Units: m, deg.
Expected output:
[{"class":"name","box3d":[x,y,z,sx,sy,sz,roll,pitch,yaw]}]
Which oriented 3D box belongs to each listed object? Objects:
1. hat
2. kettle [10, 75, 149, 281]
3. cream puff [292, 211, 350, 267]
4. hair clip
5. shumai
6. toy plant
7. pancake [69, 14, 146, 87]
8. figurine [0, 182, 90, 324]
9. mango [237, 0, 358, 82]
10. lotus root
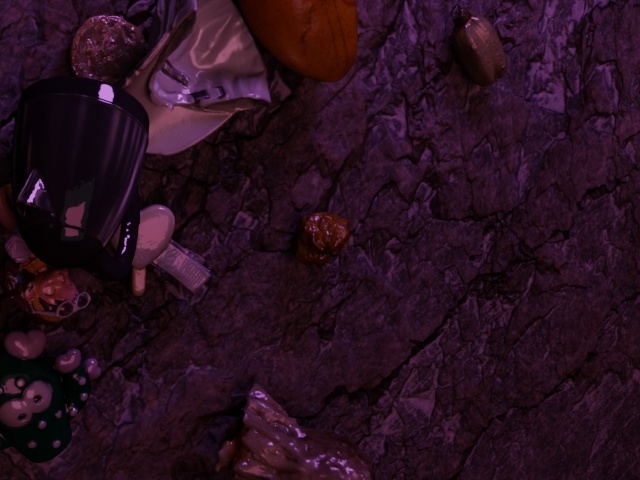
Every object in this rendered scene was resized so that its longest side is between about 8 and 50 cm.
[{"class":"hat","box3d":[-0.247,-0.286,1.615,0.301,0.168,0.258,-39,141,3]},{"class":"kettle","box3d":[-0.383,-0.076,1.487,0.208,0.250,0.271,7,63,-8]},{"class":"cream puff","box3d":[0.000,0.000,1.850,0.116,0.122,0.094,39,41,-65]},{"class":"hair clip","box3d":[-0.298,0.021,1.707,0.218,0.071,0.159,39,85,-29]},{"class":"shumai","box3d":[-0.057,0.398,1.841,0.267,0.314,0.262,-36,104,-36]},{"class":"toy plant","box3d":[-0.504,0.265,1.619,0.243,0.113,0.232,37,85,-39]},{"class":"pancake","box3d":[-0.353,-0.308,1.601,0.140,0.022,0.139,-9,105,-33]},{"class":"figurine","box3d":[-0.464,0.022,1.568,0.175,0.116,0.240,-37,119,-57]},{"class":"mango","box3d":[-0.039,-0.426,1.677,0.199,0.201,0.350,-19,125,6]},{"class":"lotus root","box3d":[0.316,-0.396,1.947,0.090,0.077,0.183,-40,121,-6]}]
